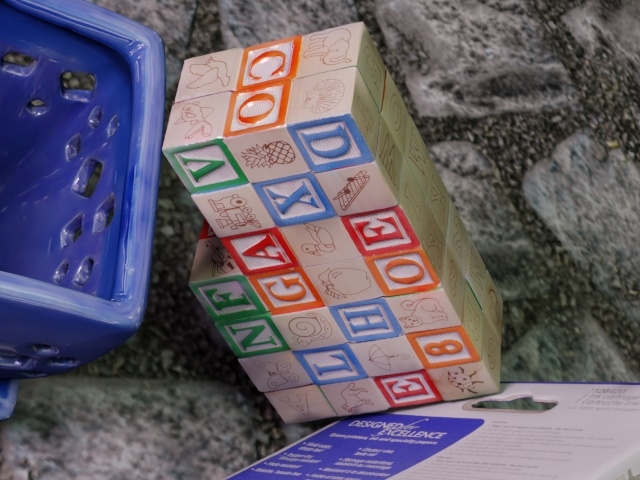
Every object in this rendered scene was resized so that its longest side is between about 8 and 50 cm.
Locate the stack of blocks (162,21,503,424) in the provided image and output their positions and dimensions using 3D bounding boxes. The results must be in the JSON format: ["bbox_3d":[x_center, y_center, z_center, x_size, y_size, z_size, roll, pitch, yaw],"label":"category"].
[{"bbox_3d":[0.000,0.000,1.071,0.297,0.171,0.087,60,28,-43],"label":"stack of blocks"}]

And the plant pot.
[{"bbox_3d":[-0.250,-0.026,0.984,0.236,0.212,0.236,18,52,-26],"label":"plant pot"}]

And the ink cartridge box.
[{"bbox_3d":[0.062,0.177,1.027,0.307,0.304,0.072,-21,100,-39],"label":"ink cartridge box"}]
